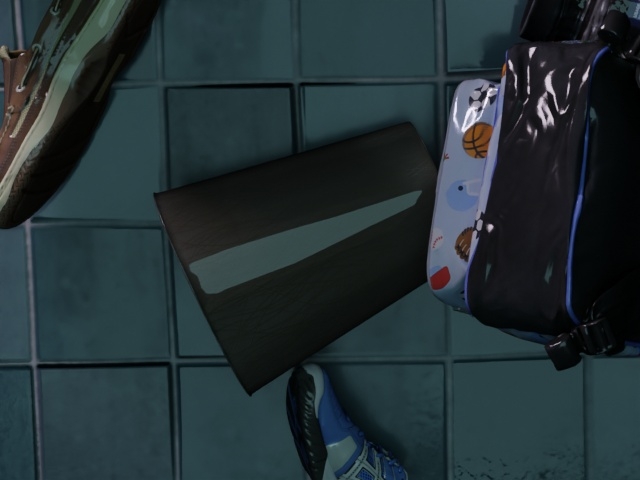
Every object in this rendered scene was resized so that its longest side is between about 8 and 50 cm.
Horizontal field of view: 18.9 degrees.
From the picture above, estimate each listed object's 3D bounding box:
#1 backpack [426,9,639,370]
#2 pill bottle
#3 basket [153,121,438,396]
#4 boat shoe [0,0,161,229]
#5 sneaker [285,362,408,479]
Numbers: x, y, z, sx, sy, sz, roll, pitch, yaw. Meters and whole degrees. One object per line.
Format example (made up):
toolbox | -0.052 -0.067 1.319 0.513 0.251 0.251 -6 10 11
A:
backpack | 0.223 -0.020 1.571 0.213 0.263 0.276 8 82 43
pill bottle | 0.286 -0.182 1.629 0.219 0.123 0.122 19 97 0
basket | 0.000 0.000 1.649 0.227 0.154 0.204 -25 118 0
boat shoe | -0.239 -0.137 1.682 0.095 0.095 0.257 32 91 13
sneaker | 0.028 0.197 1.707 0.081 0.080 0.211 -22 111 -6
